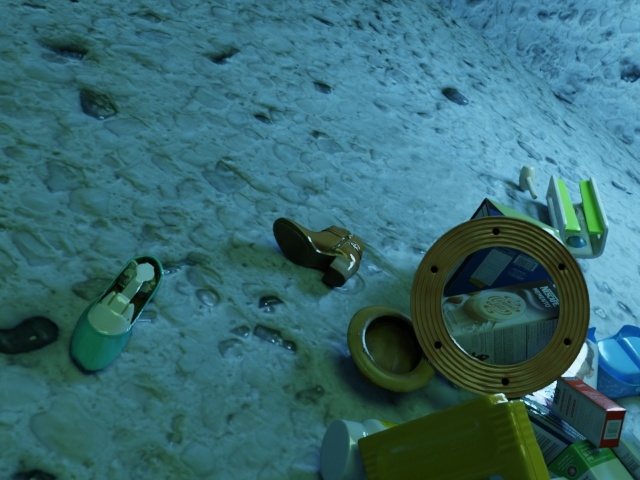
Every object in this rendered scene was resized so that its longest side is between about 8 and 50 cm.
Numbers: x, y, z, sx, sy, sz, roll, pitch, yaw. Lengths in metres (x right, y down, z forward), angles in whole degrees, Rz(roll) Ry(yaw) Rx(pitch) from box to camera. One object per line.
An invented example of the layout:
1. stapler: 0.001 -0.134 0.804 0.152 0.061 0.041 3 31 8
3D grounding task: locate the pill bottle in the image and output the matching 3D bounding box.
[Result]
1. pill bottle: 0.113 0.346 1.216 0.208 0.119 0.119 16 37 -22

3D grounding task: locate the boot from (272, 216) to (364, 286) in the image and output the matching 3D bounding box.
1. boot: 0.000 0.000 1.615 0.197 0.073 0.152 43 35 -5

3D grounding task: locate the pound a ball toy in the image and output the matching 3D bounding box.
1. pound a ball toy: 0.684 -0.081 2.225 0.208 0.136 0.319 4 35 5

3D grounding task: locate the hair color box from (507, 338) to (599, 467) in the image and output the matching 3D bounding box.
1. hair color box: 0.453 0.293 1.560 0.173 0.105 0.347 33 33 2

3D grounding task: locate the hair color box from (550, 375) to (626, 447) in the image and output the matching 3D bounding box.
1. hair color box: 0.464 0.296 1.350 0.043 0.072 0.141 2 14 -19

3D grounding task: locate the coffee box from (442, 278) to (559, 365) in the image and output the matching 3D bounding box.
1. coffee box: 0.358 0.168 1.530 0.246 0.098 0.141 -10 28 -5

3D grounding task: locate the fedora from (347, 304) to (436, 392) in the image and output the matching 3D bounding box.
1. fedora: 0.120 0.211 1.429 0.194 0.079 0.194 17 42 -16

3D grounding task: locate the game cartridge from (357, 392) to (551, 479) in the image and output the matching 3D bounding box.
1. game cartridge: 0.185 0.382 0.993 0.052 0.285 0.324 1 66 -41

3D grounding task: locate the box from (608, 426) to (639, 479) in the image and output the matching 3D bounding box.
1. box: 0.534 0.437 1.364 0.038 0.186 0.145 -18 56 -32

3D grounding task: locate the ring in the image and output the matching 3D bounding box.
1. ring: 0.331 0.121 1.436 0.336 0.337 0.032 34 -8 4

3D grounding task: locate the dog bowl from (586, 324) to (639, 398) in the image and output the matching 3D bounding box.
1. dog bowl: 0.698 0.283 1.792 0.297 0.074 0.166 1 44 -36

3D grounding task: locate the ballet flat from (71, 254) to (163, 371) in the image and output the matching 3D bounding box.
1. ballet flat: -0.317 0.099 1.225 0.083 0.087 0.247 28 34 -5

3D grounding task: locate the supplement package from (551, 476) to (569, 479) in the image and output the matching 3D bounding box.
1. supplement package: 0.392 0.486 1.087 0.177 0.175 0.293 8 11 -43

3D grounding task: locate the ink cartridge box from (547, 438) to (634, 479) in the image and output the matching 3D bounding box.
1. ink cartridge box: 0.472 0.464 1.314 0.086 0.153 0.208 -3 46 -37

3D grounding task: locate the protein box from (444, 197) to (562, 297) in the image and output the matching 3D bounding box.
1. protein box: 0.409 0.050 1.747 0.199 0.201 0.136 23 35 -12
